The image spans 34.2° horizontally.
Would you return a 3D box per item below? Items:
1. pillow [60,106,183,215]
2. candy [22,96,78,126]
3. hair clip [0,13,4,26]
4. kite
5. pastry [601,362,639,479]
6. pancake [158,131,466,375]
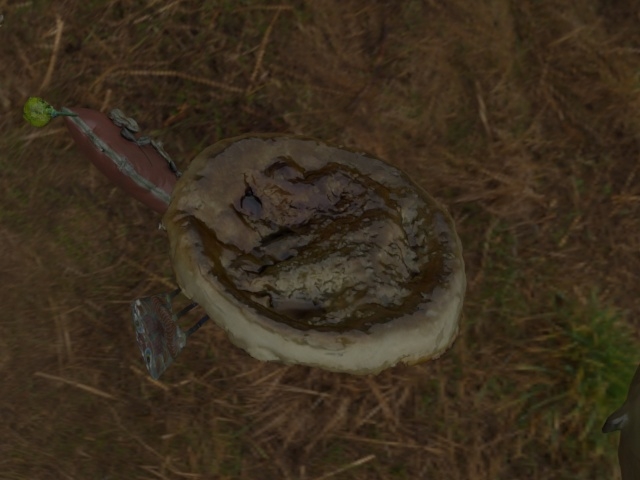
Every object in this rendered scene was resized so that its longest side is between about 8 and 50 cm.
[{"bbox_3d":[-0.239,-0.103,1.360,0.075,0.171,0.179,-47,146,3],"label":"pillow"},{"bbox_3d":[-0.330,-0.156,1.288,0.035,0.123,0.035,44,69,-39],"label":"candy"},{"bbox_3d":[-0.588,-0.270,1.506,0.110,0.359,0.095,28,65,-53],"label":"hair clip"},{"bbox_3d":[-0.214,0.108,1.512,0.016,0.229,0.127,-10,69,-45],"label":"kite"},{"bbox_3d":[0.188,0.067,0.359,0.170,0.256,0.236,13,84,17],"label":"pastry"},{"bbox_3d":[0.000,0.002,1.103,0.356,0.065,0.356,9,43,-8],"label":"pancake"}]
